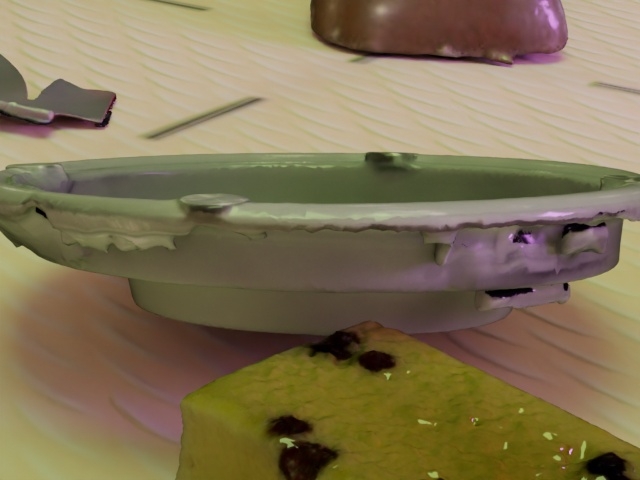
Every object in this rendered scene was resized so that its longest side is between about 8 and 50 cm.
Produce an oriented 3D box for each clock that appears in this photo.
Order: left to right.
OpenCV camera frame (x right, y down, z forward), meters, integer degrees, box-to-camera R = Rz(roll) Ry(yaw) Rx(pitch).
[{"bbox_3d":[0.000,0.000,0.583,0.236,0.053,0.236,-1,7,0],"label":"clock"}]

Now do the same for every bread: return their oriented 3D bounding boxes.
[{"bbox_3d":[0.062,0.084,0.415,0.088,0.049,0.226,-17,29,-41],"label":"bread"}]

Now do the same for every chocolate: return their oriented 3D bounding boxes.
[{"bbox_3d":[0.074,-0.185,1.057,0.161,0.083,0.261,1,22,0],"label":"chocolate"}]

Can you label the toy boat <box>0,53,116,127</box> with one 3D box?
[{"bbox_3d":[-0.266,-0.114,0.870,0.318,0.072,0.219,2,24,-10],"label":"toy boat"}]
